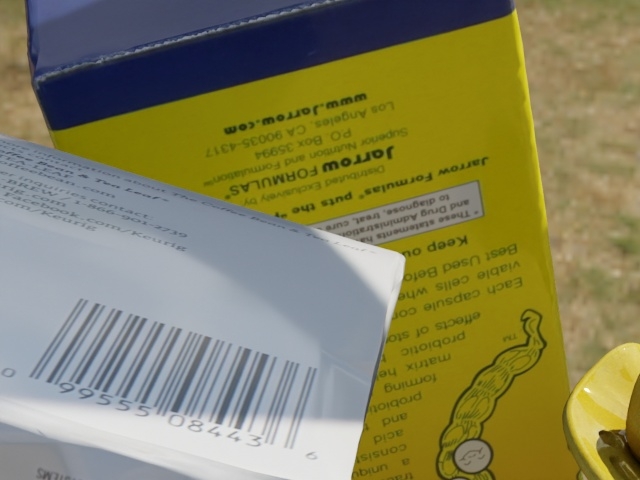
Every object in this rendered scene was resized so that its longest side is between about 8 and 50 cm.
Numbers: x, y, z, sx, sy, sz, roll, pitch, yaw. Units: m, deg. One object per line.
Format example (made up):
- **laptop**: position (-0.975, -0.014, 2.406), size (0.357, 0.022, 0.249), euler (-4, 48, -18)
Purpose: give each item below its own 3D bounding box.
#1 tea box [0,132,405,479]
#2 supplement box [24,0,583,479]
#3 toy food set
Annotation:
- **tea box**: position (-0.178, 0.130, 0.573), size (0.329, 0.323, 0.220), euler (17, 18, 1)
- **supplement box**: position (0.000, 0.000, 0.852), size (0.195, 0.356, 0.194), euler (-14, 36, -1)
- **toy food set**: position (0.208, 0.099, 0.711), size (0.218, 0.071, 0.128), euler (29, 25, -2)
